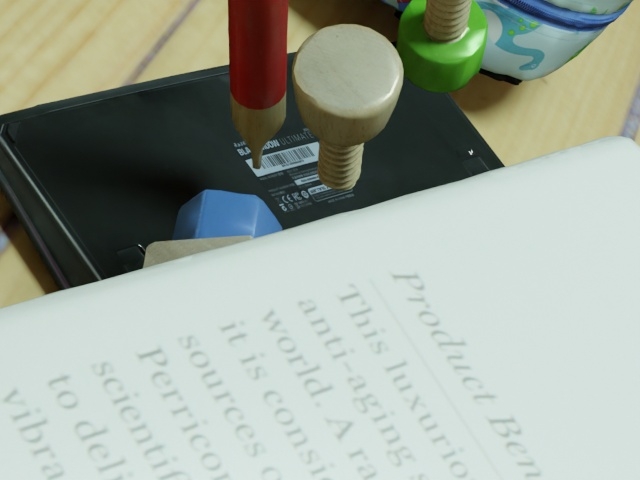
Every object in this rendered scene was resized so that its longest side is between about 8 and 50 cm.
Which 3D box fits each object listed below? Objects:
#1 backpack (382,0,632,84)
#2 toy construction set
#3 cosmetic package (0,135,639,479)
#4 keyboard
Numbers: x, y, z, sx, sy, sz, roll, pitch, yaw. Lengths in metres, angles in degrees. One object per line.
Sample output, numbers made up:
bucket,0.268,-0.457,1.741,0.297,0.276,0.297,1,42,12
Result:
backpack,0.096,-0.255,1.126,0.290,0.273,0.356,37,48,-21
toy construction set,0.035,0.064,0.781,0.257,0.237,0.309,-16,64,-10
cosmetic package,-0.054,0.147,0.410,0.453,0.161,0.230,-15,65,-40
keyboard,0.000,0.000,0.932,0.317,0.033,0.201,-18,66,-50
